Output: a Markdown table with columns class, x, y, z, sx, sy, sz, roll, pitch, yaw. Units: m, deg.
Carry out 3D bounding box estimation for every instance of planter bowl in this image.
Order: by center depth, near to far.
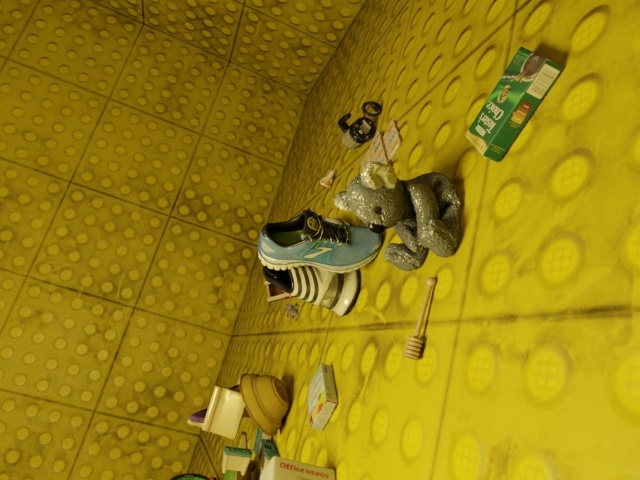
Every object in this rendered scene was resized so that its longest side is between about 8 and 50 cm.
| class | x | y | z | sx | sy | sz | roll | pitch | yaw |
| --- | --- | --- | --- | --- | --- | --- | --- | --- | --- |
| planter bowl | -0.160 | 0.501 | 1.507 | 0.091 | 0.217 | 0.217 | -31 | 22 | 6 |

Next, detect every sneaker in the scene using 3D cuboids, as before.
| class | x | y | z | sx | sy | sz | roll | pitch | yaw |
| --- | --- | --- | --- | --- | --- | --- | --- | --- | --- |
| sneaker | 0.000 | 0.000 | 1.226 | 0.147 | 0.331 | 0.129 | 91 | 174 | -54 |
| sneaker | -0.034 | 0.026 | 1.432 | 0.447 | 0.258 | 0.169 | -95 | 28 | -60 |

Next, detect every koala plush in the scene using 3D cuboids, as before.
| class | x | y | z | sx | sy | sz | roll | pitch | yaw |
| --- | --- | --- | --- | --- | --- | --- | --- | --- | --- |
| koala plush | 0.148 | -0.073 | 0.959 | 0.196 | 0.222 | 0.203 | 139 | 148 | -64 |

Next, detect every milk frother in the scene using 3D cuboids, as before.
| class | x | y | z | sx | sy | sz | roll | pitch | yaw |
| --- | --- | --- | --- | --- | --- | --- | --- | --- | --- |
| milk frother | 0.152 | -0.419 | 1.716 | 0.143 | 0.129 | 0.135 | -29 | 5 | -16 |

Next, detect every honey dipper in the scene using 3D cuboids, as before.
| class | x | y | z | sx | sy | sz | roll | pitch | yaw |
| --- | --- | --- | --- | --- | --- | --- | --- | --- | --- |
| honey dipper | 0.193 | 0.145 | 0.896 | 0.160 | 0.031 | 0.030 | -70 | 13 | -15 |

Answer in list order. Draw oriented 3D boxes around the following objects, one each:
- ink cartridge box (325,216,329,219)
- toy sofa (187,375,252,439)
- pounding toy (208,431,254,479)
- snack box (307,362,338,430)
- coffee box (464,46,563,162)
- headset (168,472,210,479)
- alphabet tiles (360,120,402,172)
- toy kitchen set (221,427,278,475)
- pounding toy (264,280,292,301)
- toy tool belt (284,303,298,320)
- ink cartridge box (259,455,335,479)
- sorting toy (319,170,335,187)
| class | x | y | z | sx | sy | sz | roll | pitch | yaw |
| --- | --- | --- | --- | --- | --- | --- | --- | --- | --- |
| ink cartridge box | -0.023 | -0.011 | 1.841 | 0.104 | 0.062 | 0.181 | -138 | 69 | -75 |
| toy sofa | -0.328 | 0.585 | 1.716 | 0.362 | 0.177 | 0.150 | 67 | -140 | -78 |
| pounding toy | -0.296 | 0.778 | 1.543 | 0.236 | 0.110 | 0.182 | -86 | -12 | -66 |
| snack box | 0.002 | 0.405 | 1.230 | 0.141 | 0.037 | 0.100 | -100 | 34 | -64 |
| coffee box | 0.338 | -0.242 | 0.846 | 0.113 | 0.041 | 0.184 | -93 | 27 | -57 |
| headset | -0.447 | 1.023 | 1.706 | 0.394 | 0.244 | 0.185 | 32 | 103 | 55 |
| alphabet tiles | 0.172 | -0.233 | 1.500 | 0.284 | 0.021 | 0.277 | -90 | 24 | -54 |
| toy kitchen set | -0.225 | 0.634 | 1.487 | 0.207 | 0.166 | 0.122 | 180 | 104 | -75 |
| pounding toy | -0.125 | 0.136 | 1.737 | 0.269 | 0.154 | 0.154 | 144 | 116 | -65 |
| toy tool belt | -0.116 | 0.276 | 1.820 | 0.083 | 0.051 | 0.052 | -98 | 31 | -61 |
| ink cartridge box | -0.048 | 0.568 | 0.963 | 0.208 | 0.153 | 0.086 | -94 | 28 | -56 |
| sorting toy | 0.039 | -0.265 | 2.008 | 0.075 | 0.045 | 0.083 | -62 | 14 | 3 |
